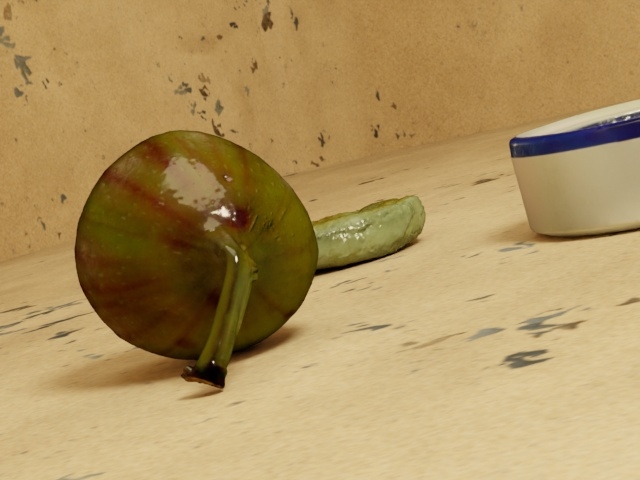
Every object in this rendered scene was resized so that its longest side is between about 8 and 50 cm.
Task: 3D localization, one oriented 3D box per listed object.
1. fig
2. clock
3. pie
[{"bbox_3d":[-0.074,0.003,0.947,0.148,0.142,0.186,-43,1,-17],"label":"fig"},{"bbox_3d":[0.257,-0.064,1.168,0.230,0.083,0.230,-15,7,2],"label":"clock"},{"bbox_3d":[0.000,0.000,1.359,0.186,0.041,0.187,-14,5,1],"label":"pie"}]
